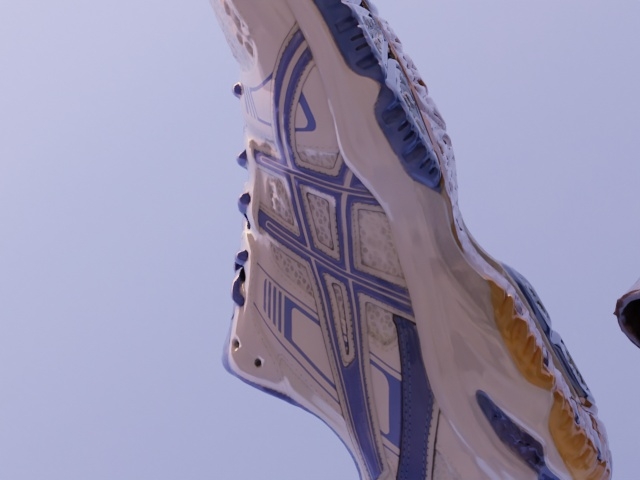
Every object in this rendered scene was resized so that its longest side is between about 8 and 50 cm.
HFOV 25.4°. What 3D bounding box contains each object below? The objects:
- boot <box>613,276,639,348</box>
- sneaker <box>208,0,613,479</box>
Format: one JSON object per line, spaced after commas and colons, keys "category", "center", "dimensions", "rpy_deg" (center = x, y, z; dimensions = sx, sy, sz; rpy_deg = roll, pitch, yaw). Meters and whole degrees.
{"category": "boot", "center": [0.217, -0.051, 0.413], "dimensions": [0.248, 0.090, 0.207], "rpy_deg": [-18, -150, 56]}
{"category": "sneaker", "center": [0.000, 0.000, 0.579], "dimensions": [0.131, 0.112, 0.296], "rpy_deg": [-27, -94, 15]}
